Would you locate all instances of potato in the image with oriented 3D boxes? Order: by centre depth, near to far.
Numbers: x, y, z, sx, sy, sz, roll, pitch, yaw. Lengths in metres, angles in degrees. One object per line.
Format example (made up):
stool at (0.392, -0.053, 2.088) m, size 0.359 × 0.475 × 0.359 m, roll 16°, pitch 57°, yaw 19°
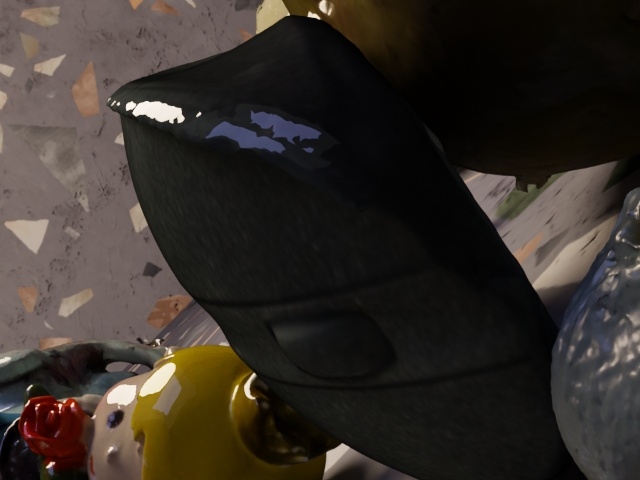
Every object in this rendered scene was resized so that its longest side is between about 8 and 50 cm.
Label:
potato at (0.098, -0.203, 0.634) m, size 0.442 × 0.385 × 0.319 m, roll 81°, pitch -156°, yaw -79°

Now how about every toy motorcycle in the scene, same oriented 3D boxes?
toy motorcycle at (-0.188, 0.147, 0.973) m, size 0.241 × 0.182 × 0.319 m, roll -43°, pitch 4°, yaw 7°

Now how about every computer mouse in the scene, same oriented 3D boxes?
computer mouse at (-0.002, 0.003, 0.539) m, size 0.114 × 0.203 × 0.374 m, roll -34°, pitch 12°, yaw 1°

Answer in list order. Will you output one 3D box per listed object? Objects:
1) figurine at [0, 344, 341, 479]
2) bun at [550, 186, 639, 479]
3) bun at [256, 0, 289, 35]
figurine at (-0.102, 0.112, 0.686) m, size 0.234 × 0.185 × 0.127 m, roll -38°, pitch 27°, yaw 60°
bun at (0.117, 0.010, 0.339) m, size 0.141 × 0.083 × 0.141 m, roll -45°, pitch 3°, yaw 3°
bun at (0.123, -0.213, 1.230) m, size 0.362 × 0.234 × 0.326 m, roll -30°, pitch 9°, yaw -13°
